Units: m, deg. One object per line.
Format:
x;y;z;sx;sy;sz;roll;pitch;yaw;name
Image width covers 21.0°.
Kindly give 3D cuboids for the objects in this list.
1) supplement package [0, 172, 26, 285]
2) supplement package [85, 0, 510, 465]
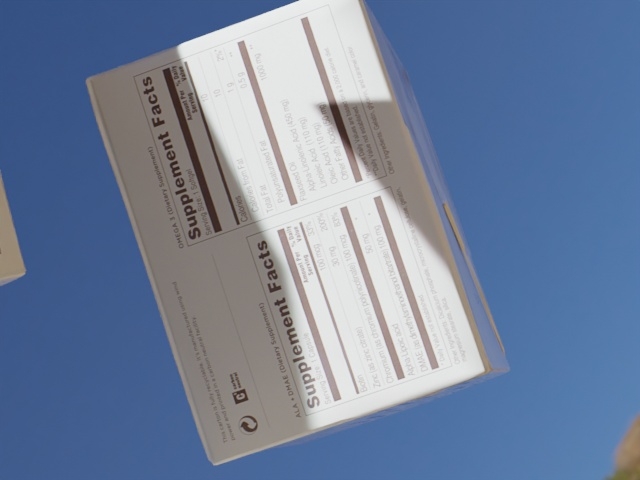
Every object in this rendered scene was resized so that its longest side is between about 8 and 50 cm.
-0.315;-0.036;0.832;0.262;0.199;0.198;-14;-1;-29;supplement package
0.000;0.000;0.950;0.145;0.204;0.262;-20;-7;6;supplement package
